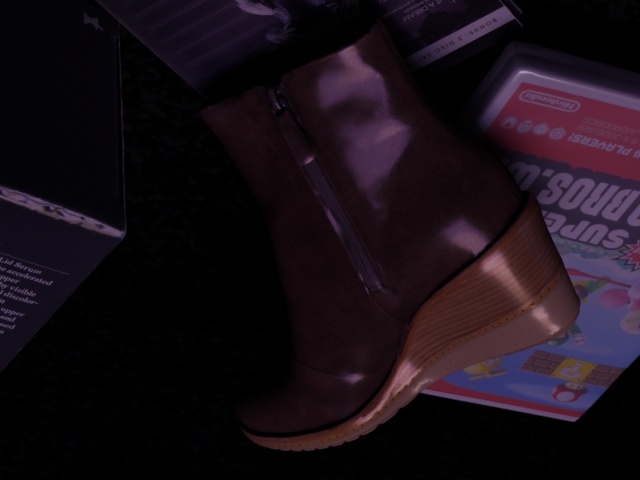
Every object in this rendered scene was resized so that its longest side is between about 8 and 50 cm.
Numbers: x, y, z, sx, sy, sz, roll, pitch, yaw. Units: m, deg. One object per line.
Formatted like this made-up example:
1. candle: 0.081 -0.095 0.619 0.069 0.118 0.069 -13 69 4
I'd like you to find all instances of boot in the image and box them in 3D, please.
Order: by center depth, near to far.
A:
1. boot: 0.000 0.000 1.093 0.248 0.090 0.207 -27 111 35

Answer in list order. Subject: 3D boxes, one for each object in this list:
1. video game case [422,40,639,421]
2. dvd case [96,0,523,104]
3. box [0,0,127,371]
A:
1. video game case: 0.134 0.006 1.161 0.204 0.025 0.285 12 138 -22
2. dvd case: -0.020 -0.137 1.006 0.165 0.018 0.221 -26 137 23
3. box: -0.195 -0.021 1.020 0.108 0.153 0.207 19 134 -28
